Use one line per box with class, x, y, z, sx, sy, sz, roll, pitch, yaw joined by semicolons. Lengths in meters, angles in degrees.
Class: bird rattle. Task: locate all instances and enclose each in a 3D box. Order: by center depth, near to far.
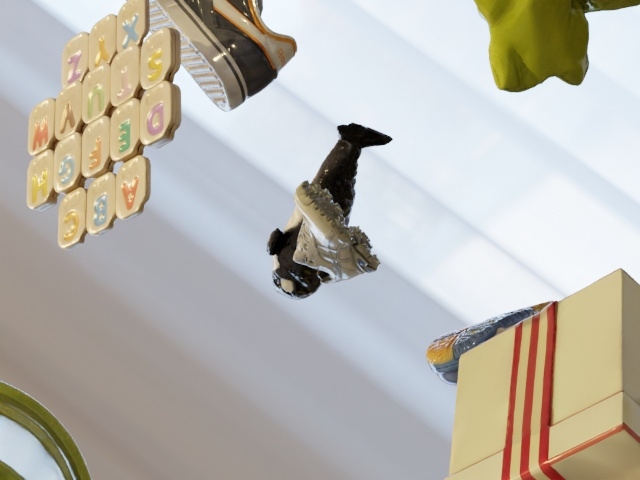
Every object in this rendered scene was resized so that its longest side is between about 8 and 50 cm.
bird rattle;0.121;-0.222;1.164;0.143;0.253;0.207;-38;-4;15

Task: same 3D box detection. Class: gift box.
gift box;0.299;0.227;1.777;0.255;0.276;0.258;-37;26;34

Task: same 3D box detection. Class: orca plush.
orca plush;0.027;-0.020;2.476;0.151;0.102;0.287;4;-58;-58

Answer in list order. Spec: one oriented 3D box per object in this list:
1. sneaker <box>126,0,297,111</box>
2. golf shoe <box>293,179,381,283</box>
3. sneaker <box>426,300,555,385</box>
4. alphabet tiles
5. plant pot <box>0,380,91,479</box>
sneaker;-0.155;-0.303;2.240;0.127;0.321;0.126;-33;-22;-17
golf shoe;0.000;0.000;2.083;0.086;0.069;0.176;-28;-42;10
sneaker;0.221;0.147;2.038;0.112;0.131;0.296;-17;-4;29
alphabet tiles;-0.255;-0.139;2.071;0.284;0.021;0.278;-24;60;43
plant pot;-0.315;0.248;1.473;0.276;0.276;0.254;-52;6;-9
